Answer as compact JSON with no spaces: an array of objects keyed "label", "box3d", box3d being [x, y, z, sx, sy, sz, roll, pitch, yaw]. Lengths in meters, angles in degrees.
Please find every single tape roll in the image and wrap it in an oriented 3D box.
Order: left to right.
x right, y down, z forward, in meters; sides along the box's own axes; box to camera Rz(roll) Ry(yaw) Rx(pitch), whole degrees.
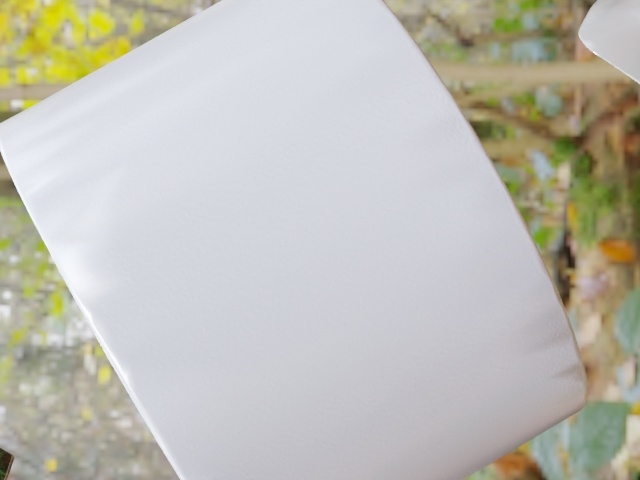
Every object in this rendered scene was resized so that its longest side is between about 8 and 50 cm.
[{"label":"tape roll","box3d":[-0.013,0.013,0.704,0.246,0.169,0.246,59,176,7]}]

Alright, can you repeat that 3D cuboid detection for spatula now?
[{"label":"spatula","box3d":[0.130,-0.153,0.742,0.019,0.168,0.242,-57,-8,32]}]

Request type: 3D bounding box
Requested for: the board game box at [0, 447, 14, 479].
[{"label":"board game box","box3d":[-0.136,0.097,0.213,0.136,0.030,0.259,37,-145,-22]}]
